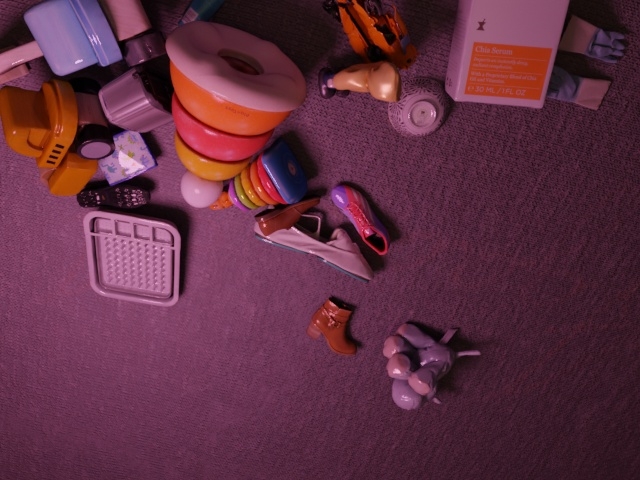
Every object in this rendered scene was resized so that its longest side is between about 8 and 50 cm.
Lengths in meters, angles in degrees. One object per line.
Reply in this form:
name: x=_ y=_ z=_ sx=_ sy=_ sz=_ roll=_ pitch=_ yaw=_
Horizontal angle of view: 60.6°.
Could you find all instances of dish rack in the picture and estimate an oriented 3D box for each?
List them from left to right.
dish rack: x=-0.568 y=0.047 z=1.690 sx=0.285 sy=0.072 sz=0.333 roll=10 pitch=125 yaw=-3

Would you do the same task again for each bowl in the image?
bowl: x=0.269 y=-0.347 z=1.479 sx=0.169 sy=0.080 sz=0.170 roll=1 pitch=116 yaw=2

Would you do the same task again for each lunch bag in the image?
lunch bag: x=-0.550 y=-0.245 z=1.552 sx=0.151 sy=0.096 sz=0.129 roll=-16 pitch=114 yaw=21

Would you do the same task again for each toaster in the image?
toaster: x=-0.465 y=-0.363 z=1.425 sx=0.146 sy=0.227 sz=0.129 roll=-23 pitch=87 yaw=15

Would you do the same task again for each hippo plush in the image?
hippo plush: x=0.320 y=0.423 z=1.819 sx=0.294 sy=0.234 sz=0.237 roll=-24 pitch=143 yaw=-31

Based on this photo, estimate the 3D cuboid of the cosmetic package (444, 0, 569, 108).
cosmetic package: x=0.459 y=-0.567 z=1.319 sx=0.229 sy=0.162 sz=0.454 roll=4 pitch=116 yaw=0

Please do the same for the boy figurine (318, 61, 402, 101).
boy figurine: x=0.113 y=-0.393 z=1.353 sx=0.177 sy=0.285 sz=0.092 roll=-13 pitch=112 yaw=-30

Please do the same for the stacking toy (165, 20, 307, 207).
stacking toy: x=-0.275 y=-0.279 z=1.425 sx=0.350 sy=0.351 sz=0.480 roll=24 pitch=125 yaw=-9

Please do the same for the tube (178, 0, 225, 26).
tube: x=-0.280 y=-0.614 z=1.390 sx=0.080 sy=0.052 sz=0.207 roll=38 pitch=107 yaw=-20

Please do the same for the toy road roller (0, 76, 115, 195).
toy road roller: x=-0.698 y=-0.272 z=1.401 sx=0.329 sy=0.240 sz=0.203 roll=-34 pitch=67 yaw=40

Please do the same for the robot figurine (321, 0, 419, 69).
robot figurine: x=0.113 y=-0.544 z=1.337 sx=0.085 sy=0.211 sz=0.291 roll=-47 pitch=119 yaw=-16

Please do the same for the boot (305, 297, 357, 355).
boot: x=0.066 y=0.285 z=1.804 sx=0.197 sy=0.073 sz=0.152 roll=27 pitch=110 yaw=-14

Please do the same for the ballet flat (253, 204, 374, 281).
ballet flat: x=0.000 y=0.000 z=1.644 sx=0.399 sy=0.139 sz=0.139 roll=23 pitch=115 yaw=-8

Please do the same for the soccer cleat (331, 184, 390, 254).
soccer cleat: x=0.123 y=-0.062 z=1.616 sx=0.083 sy=0.095 sz=0.248 roll=-35 pitch=110 yaw=17

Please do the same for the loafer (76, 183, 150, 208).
loafer: x=-0.604 y=-0.135 z=1.617 sx=0.223 sy=0.078 sz=0.076 roll=-2 pitch=110 yaw=8

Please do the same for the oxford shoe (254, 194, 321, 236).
oxford shoe: x=-0.086 y=-0.074 z=1.571 sx=0.212 sy=0.076 sz=0.076 roll=-26 pitch=108 yaw=-23

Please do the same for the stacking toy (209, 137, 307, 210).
stacking toy: x=-0.202 y=-0.148 z=1.570 sx=0.301 sy=0.175 sz=0.166 roll=-22 pitch=111 yaw=25

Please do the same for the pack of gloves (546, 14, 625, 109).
pack of gloves: x=0.669 y=-0.457 z=1.415 sx=0.231 sy=0.046 sz=0.195 roll=4 pitch=117 yaw=-27

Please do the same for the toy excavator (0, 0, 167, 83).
toy excavator: x=-0.648 y=-0.493 z=1.344 sx=0.444 sy=0.433 sz=0.223 roll=-27 pitch=116 yaw=-16
